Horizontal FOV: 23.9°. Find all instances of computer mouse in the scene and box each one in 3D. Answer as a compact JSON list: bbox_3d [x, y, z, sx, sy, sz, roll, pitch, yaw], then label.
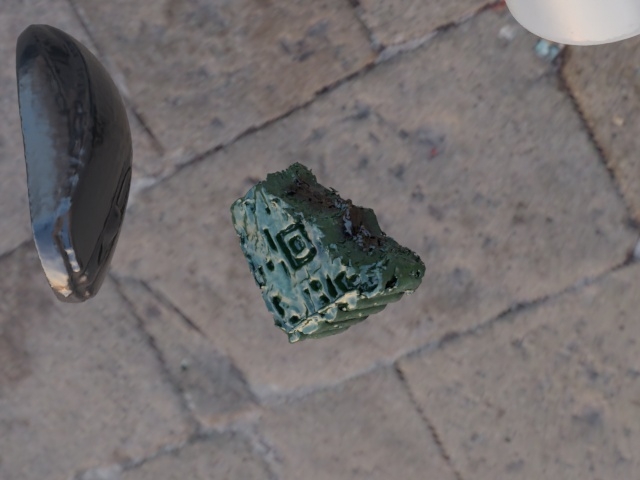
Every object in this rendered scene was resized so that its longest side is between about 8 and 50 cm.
[{"bbox_3d":[-0.208,-0.075,1.326,0.086,0.270,0.137,-11,153,1],"label":"computer mouse"}]

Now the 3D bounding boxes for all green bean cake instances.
[{"bbox_3d":[0.000,0.000,1.763,0.193,0.107,0.208,-37,72,46],"label":"green bean cake"}]

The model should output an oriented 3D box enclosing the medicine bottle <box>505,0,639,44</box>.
[{"bbox_3d":[0.229,-0.377,1.388,0.211,0.211,0.371,-3,140,22],"label":"medicine bottle"}]
